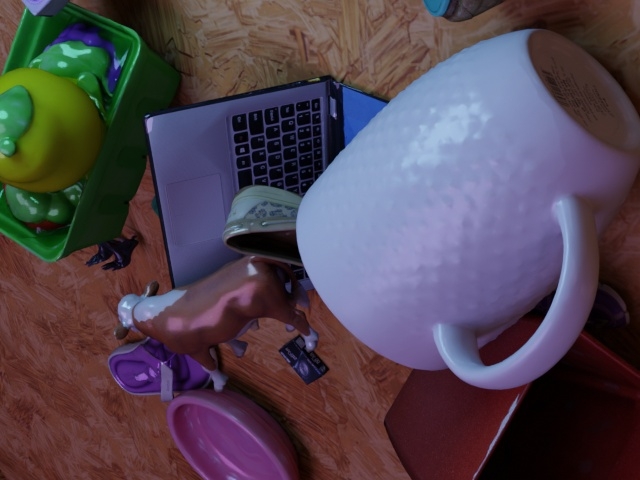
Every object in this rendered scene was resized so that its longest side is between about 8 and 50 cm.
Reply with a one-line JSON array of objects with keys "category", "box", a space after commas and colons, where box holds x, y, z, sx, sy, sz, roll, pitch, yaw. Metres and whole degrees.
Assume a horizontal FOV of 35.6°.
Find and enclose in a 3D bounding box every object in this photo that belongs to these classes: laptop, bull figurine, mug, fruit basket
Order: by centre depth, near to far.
[{"category": "mug", "box": [0.179, -0.020, 1.056, 0.276, 0.374, 0.328, 19, 134, -29]}, {"category": "laptop", "box": [0.000, 0.000, 1.376, 0.236, 0.407, 0.382, -117, 18, -47]}, {"category": "bull figurine", "box": [-0.151, 0.114, 1.437, 0.310, 0.101, 0.188, -24, 126, 33]}, {"category": "fruit basket", "box": [-0.405, -0.165, 1.455, 0.282, 0.392, 0.392, 28, 139, 27]}]

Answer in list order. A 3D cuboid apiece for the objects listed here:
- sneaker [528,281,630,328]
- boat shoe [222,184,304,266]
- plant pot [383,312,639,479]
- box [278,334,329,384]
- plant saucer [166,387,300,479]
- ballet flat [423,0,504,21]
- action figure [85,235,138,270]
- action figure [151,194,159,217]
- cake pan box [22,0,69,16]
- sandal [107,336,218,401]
[{"category": "sneaker", "box": [0.309, 0.094, 1.261, 0.169, 0.071, 0.068, 1, 123, 46]}, {"category": "boat shoe", "box": [0.015, 0.006, 1.305, 0.285, 0.089, 0.105, 10, 132, 4]}, {"category": "plant pot", "box": [0.242, 0.232, 1.264, 0.267, 0.267, 0.235, 33, 176, -33]}, {"category": "box", "box": [-0.031, 0.214, 1.778, 0.083, 0.018, 0.067, 50, 144, -1]}, {"category": "plant saucer", "box": [-0.168, 0.423, 2.049, 0.332, 0.084, 0.332, 25, 140, 23]}, {"category": "ballet flat", "box": [0.183, -0.352, 0.945, 0.342, 0.124, 0.116, 97, 156, -51]}, {"category": "action figure", "box": [-0.450, -0.067, 1.869, 0.164, 0.141, 0.276, 21, 139, 50]}, {"category": "action figure", "box": [-0.221, -0.081, 1.657, 0.137, 0.064, 0.232, 31, 141, -13]}, {"category": "cake pan box", "box": [-0.373, -0.477, 1.360, 0.245, 0.070, 0.267, -36, 93, 20]}, {"category": "sandal", "box": [-0.345, 0.279, 2.101, 0.169, 0.102, 0.416, 52, 143, -7]}]
